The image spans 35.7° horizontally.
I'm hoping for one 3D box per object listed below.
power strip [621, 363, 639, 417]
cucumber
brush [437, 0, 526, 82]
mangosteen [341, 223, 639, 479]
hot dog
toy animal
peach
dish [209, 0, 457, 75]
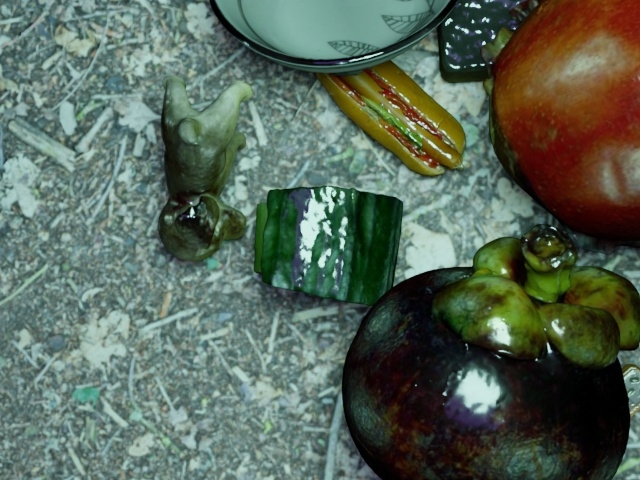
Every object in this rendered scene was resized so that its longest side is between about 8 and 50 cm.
[{"bbox_3d":[0.328,0.216,1.189,0.178,0.028,0.049,-43,80,5],"label":"power strip"},{"bbox_3d":[0.008,0.002,1.192,0.191,0.191,0.130,11,88,11],"label":"cucumber"},{"bbox_3d":[0.241,-0.267,1.226,0.197,0.059,0.123,-5,83,9],"label":"brush"},{"bbox_3d":[0.186,0.155,1.081,0.329,0.330,0.330,-1,85,11],"label":"mangosteen"},{"bbox_3d":[0.092,-0.166,1.246,0.235,0.062,0.092,40,90,10],"label":"hot dog"},{"bbox_3d":[-0.147,-0.091,1.237,0.121,0.233,0.169,8,47,1],"label":"toy animal"},{"bbox_3d":[0.380,-0.171,1.046,0.416,0.353,0.339,-27,81,10],"label":"peach"},{"bbox_3d":[0.023,-0.300,1.218,0.316,0.106,0.317,-4,57,6],"label":"dish"}]
